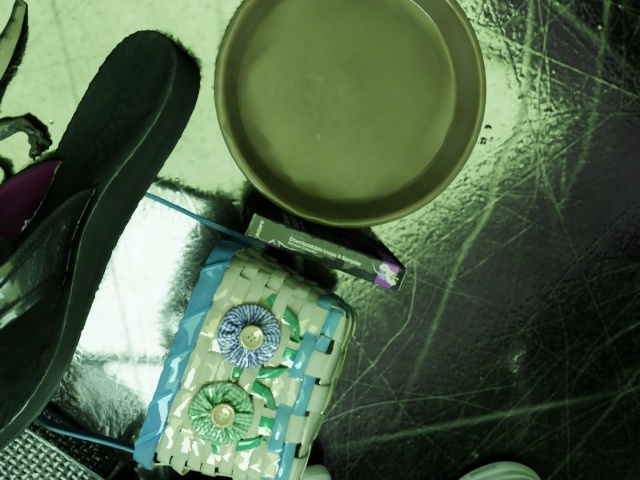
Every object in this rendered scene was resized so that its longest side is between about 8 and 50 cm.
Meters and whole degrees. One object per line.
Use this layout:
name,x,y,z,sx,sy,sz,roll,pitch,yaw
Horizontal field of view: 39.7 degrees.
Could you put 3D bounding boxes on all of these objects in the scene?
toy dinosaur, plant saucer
toy dinosaur,-0.345,-0.101,0.873,0.118,0.064,0.268,42,92,-7
plant saucer,0.031,-0.151,0.899,0.278,0.041,0.277,-1,97,-9

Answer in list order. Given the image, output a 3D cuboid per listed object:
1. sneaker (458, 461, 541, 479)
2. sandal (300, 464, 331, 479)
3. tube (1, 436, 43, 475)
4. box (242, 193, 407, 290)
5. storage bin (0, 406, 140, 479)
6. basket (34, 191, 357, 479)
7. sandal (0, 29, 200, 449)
sneaker,0.126,0.361,0.992,0.305,0.152,0.114,-32,107,3
sandal,-0.181,0.346,0.972,0.416,0.169,0.102,-33,64,-2
tube,-0.405,0.268,0.963,0.207,0.052,0.080,-38,112,-5
box,0.000,0.000,0.907,0.162,0.116,0.029,19,99,-11
storage bin,-0.279,0.242,0.916,0.180,0.122,0.084,40,84,-19
basket,-0.122,0.098,0.873,0.289,0.201,0.254,17,89,11
sandal,-0.272,-0.008,0.834,0.107,0.168,0.445,28,87,-47
